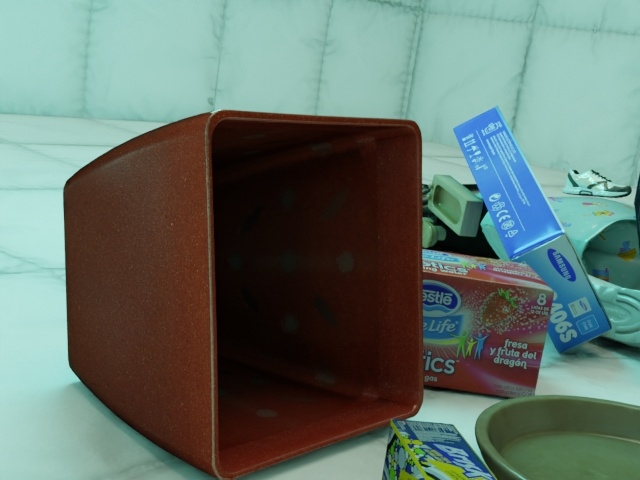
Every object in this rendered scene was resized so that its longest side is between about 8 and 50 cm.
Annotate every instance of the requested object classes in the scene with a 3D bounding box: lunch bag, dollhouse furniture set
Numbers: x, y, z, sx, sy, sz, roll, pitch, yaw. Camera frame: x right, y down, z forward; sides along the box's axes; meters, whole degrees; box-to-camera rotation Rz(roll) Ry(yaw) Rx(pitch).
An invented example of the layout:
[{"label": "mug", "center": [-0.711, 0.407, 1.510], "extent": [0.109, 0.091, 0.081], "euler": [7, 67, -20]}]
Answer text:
[{"label": "lunch bag", "center": [0.403, 0.013, 1.512], "extent": [0.262, 0.160, 0.223], "euler": [8, 11, -34]}, {"label": "dollhouse furniture set", "center": [0.130, 0.001, 1.328], "extent": [0.123, 0.151, 0.144], "euler": [3, 20, -18]}]

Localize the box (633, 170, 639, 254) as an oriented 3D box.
[{"label": "box", "center": [0.464, -0.009, 1.259], "extent": [0.108, 0.153, 0.207], "euler": [-7, -12, 14]}]

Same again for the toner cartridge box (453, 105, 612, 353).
[{"label": "toner cartridge box", "center": [0.269, -0.027, 1.303], "extent": [0.075, 0.165, 0.348], "euler": [-27, 31, 12]}]

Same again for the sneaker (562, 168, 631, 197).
[{"label": "sneaker", "center": [0.433, -0.089, 1.554], "extent": [0.109, 0.044, 0.040], "euler": [9, 2, 32]}]

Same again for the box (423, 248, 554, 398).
[{"label": "box", "center": [0.101, 0.076, 1.052], "extent": [0.256, 0.123, 0.128], "euler": [8, 10, -1]}]

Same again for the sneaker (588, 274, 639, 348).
[{"label": "sneaker", "center": [0.368, 0.092, 1.325], "extent": [0.094, 0.090, 0.235], "euler": [17, 6, -41]}]

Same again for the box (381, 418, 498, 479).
[{"label": "box", "center": [0.089, 0.183, 0.679], "extent": [0.054, 0.059, 0.169], "euler": [5, 12, -12]}]

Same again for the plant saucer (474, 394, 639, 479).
[{"label": "plant saucer", "center": [0.261, 0.194, 0.806], "extent": [0.277, 0.041, 0.278], "euler": [9, 12, -2]}]

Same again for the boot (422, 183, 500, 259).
[{"label": "boot", "center": [0.179, -0.040, 1.651], "extent": [0.348, 0.131, 0.260], "euler": [3, 0, 34]}]

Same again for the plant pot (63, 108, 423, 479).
[{"label": "plant pot", "center": [-0.081, 0.029, 0.870], "extent": [0.235, 0.267, 0.267], "euler": [3, 5, 39]}]
